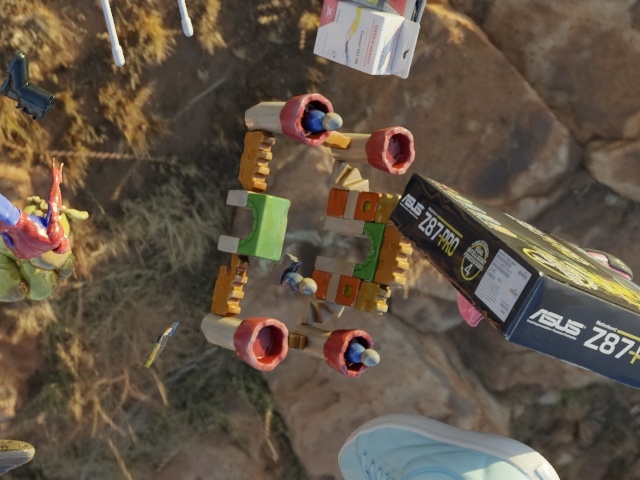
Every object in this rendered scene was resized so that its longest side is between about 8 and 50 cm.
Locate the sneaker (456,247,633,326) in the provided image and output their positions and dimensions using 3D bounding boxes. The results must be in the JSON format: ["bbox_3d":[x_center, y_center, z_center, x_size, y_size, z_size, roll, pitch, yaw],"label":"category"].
[{"bbox_3d":[0.389,0.098,1.659,0.313,0.136,0.116,-2,155,7],"label":"sneaker"}]

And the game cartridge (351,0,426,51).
[{"bbox_3d":[0.127,-0.528,1.883,0.060,0.196,0.294,-37,162,-22],"label":"game cartridge"}]

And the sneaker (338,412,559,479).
[{"bbox_3d":[0.116,0.311,1.185,0.150,0.366,0.135,-30,100,-35],"label":"sneaker"}]

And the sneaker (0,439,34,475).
[{"bbox_3d":[-0.529,0.347,1.422,0.188,0.066,0.071,-2,97,-20],"label":"sneaker"}]

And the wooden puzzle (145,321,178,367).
[{"bbox_3d":[-0.294,0.189,1.736,0.014,0.116,0.079,29,100,0],"label":"wooden puzzle"}]

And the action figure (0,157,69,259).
[{"bbox_3d":[-0.424,-0.064,1.231,0.091,0.139,0.280,-22,151,17],"label":"action figure"}]

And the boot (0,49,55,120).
[{"bbox_3d":[-0.556,-0.295,1.810,0.099,0.045,0.121,33,128,-5],"label":"boot"}]

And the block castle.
[{"bbox_3d":[0.000,0.000,1.621,0.303,0.212,0.454,14,87,-44],"label":"block castle"}]

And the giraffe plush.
[{"bbox_3d":[-0.474,-0.005,1.573,0.181,0.170,0.210,-50,117,-40],"label":"giraffe plush"}]

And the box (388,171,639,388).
[{"bbox_3d":[0.296,0.057,1.227,0.318,0.395,0.097,24,102,-22],"label":"box"}]

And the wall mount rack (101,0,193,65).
[{"bbox_3d":[-0.385,-0.514,1.801,0.350,0.304,0.130,-38,177,-45],"label":"wall mount rack"}]

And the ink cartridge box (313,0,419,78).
[{"bbox_3d":[0.088,-0.393,1.833,0.067,0.198,0.115,-13,121,-48],"label":"ink cartridge box"}]
